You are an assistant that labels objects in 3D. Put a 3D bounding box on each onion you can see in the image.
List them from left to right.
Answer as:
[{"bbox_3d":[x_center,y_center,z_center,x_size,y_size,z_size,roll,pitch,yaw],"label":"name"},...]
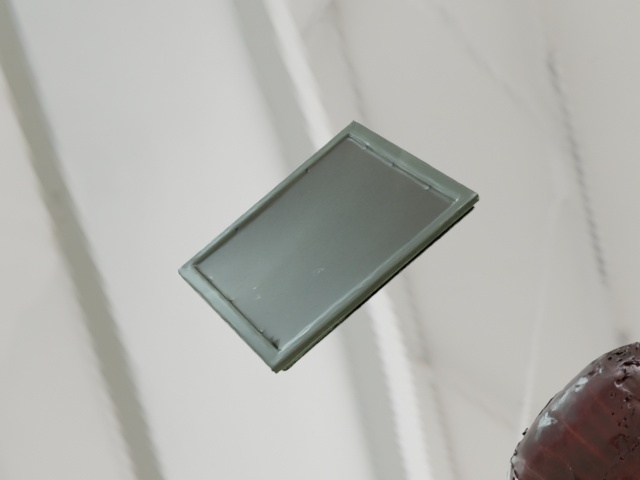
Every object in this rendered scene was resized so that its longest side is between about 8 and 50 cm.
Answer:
[{"bbox_3d":[0.270,0.202,1.488,0.252,0.219,0.252,-4,-59,-7],"label":"onion"}]

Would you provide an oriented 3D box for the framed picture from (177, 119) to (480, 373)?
[{"bbox_3d":[0.000,0.000,1.071,0.142,0.183,0.011,-40,-65,-6],"label":"framed picture"}]
